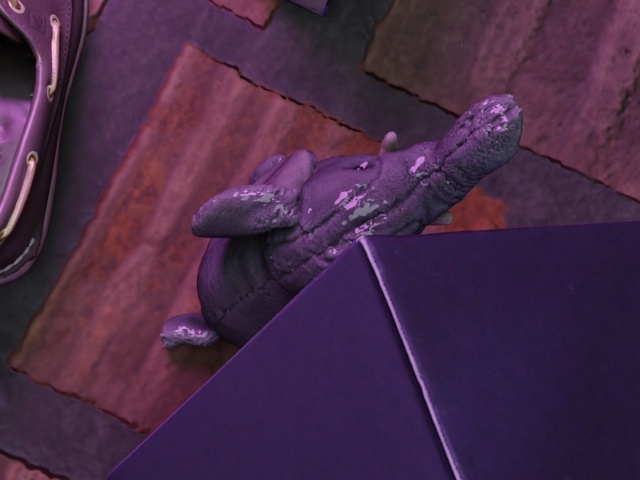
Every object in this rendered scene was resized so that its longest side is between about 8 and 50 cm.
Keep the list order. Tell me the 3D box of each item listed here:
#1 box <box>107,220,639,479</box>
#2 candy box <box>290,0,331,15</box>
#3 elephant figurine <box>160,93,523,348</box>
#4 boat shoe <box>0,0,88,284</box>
[{"bbox_3d":[0.084,0.131,0.498,0.293,0.296,0.183,-4,63,-38],"label":"box"},{"bbox_3d":[0.023,-0.288,0.666,0.070,0.165,0.196,24,81,-5],"label":"candy box"},{"bbox_3d":[0.000,0.000,0.593,0.169,0.239,0.186,16,82,-7],"label":"elephant figurine"},{"bbox_3d":[-0.232,-0.133,0.646,0.116,0.097,0.325,5,83,-8],"label":"boat shoe"}]
